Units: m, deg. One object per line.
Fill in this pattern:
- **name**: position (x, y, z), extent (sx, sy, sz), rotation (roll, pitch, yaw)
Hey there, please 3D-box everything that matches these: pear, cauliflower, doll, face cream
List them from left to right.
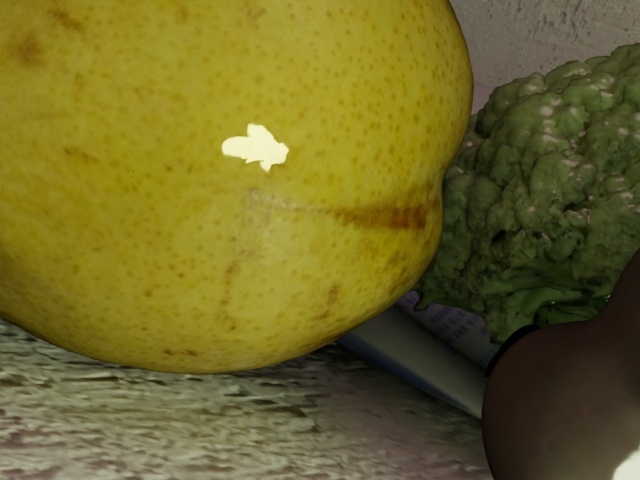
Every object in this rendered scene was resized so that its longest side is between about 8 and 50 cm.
- **pear**: position (-0.074, -0.074, 0.841), extent (0.314, 0.314, 0.314), rotation (18, 11, -4)
- **face cream**: position (0.000, 0.000, 1.068), extent (0.420, 0.137, 0.235), rotation (31, 15, 15)
- **cauliflower**: position (0.186, 0.014, 0.941), extent (0.272, 0.250, 0.275), rotation (-20, 12, 7)
- **doll**: position (0.170, 0.060, 0.721), extent (0.117, 0.257, 0.182), rotation (34, 23, -23)
